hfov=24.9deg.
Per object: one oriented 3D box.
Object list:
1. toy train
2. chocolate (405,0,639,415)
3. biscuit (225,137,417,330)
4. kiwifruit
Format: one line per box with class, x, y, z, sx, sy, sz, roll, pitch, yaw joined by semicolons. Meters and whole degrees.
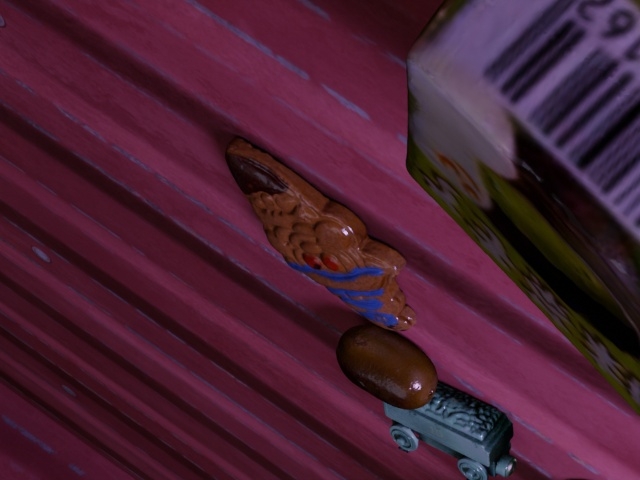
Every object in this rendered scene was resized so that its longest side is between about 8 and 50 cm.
toy train;0.144;0.209;1.637;0.172;0.070;0.099;23;143;30
chocolate;0.184;-0.027;0.892;0.301;0.137;0.289;49;175;12
biscuit;0.000;0.000;1.495;0.280;0.043;0.183;44;154;-22
kiwifruit;0.074;0.139;1.597;0.124;0.075;0.075;29;156;26
